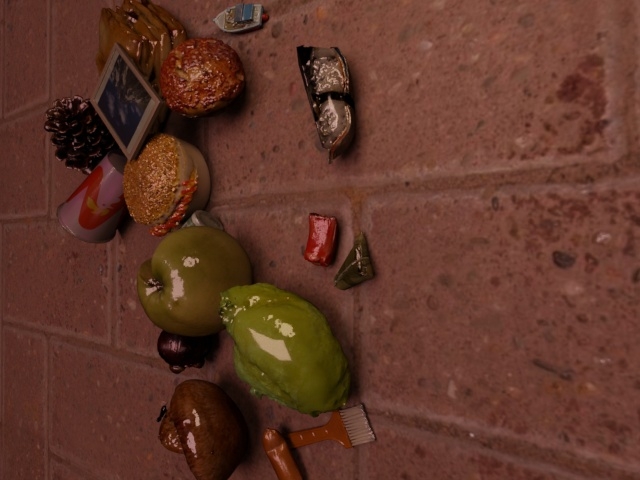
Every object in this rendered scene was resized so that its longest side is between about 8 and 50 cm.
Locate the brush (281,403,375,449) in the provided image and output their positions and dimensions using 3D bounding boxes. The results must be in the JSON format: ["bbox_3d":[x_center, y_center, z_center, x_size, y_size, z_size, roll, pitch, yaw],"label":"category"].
[{"bbox_3d":[-0.009,0.468,1.040,0.315,0.017,0.090,-29,74,32],"label":"brush"}]

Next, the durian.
[{"bbox_3d":[-0.071,0.250,0.988,0.340,0.204,0.255,15,113,25],"label":"durian"}]

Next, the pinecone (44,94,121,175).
[{"bbox_3d":[-0.784,-0.349,1.423,0.247,0.292,0.246,1,76,-4],"label":"pinecone"}]

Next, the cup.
[{"bbox_3d":[-0.705,-0.151,1.421,0.288,0.203,0.203,-43,67,23],"label":"cup"}]

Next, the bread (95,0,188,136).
[{"bbox_3d":[-0.580,-0.544,1.336,0.314,0.192,0.369,43,115,26],"label":"bread"}]

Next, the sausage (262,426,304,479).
[{"bbox_3d":[-0.093,0.545,1.065,0.062,0.054,0.183,-31,82,3],"label":"sausage"}]

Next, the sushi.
[{"bbox_3d":[0.034,-0.301,0.959,0.109,0.134,0.272,-16,68,2],"label":"sushi"}]

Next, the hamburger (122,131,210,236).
[{"bbox_3d":[-0.459,-0.171,1.253,0.276,0.179,0.294,-45,66,27],"label":"hamburger"}]

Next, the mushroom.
[{"bbox_3d":[-0.307,0.491,1.134,0.283,0.195,0.263,21,138,37],"label":"mushroom"}]

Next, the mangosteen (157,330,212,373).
[{"bbox_3d":[-0.382,0.300,1.215,0.153,0.153,0.152,0,90,35],"label":"mangosteen"}]

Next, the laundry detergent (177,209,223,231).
[{"bbox_3d":[-0.385,0.009,1.257,0.226,0.099,0.070,-40,33,28],"label":"laundry detergent"}]

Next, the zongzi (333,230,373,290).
[{"bbox_3d":[0.067,0.047,0.973,0.104,0.052,0.113,-29,61,37],"label":"zongzi"}]

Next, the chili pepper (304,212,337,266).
[{"bbox_3d":[0.000,0.000,1.004,0.070,0.073,0.123,-156,75,-76],"label":"chili pepper"}]

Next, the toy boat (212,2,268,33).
[{"bbox_3d":[-0.222,-0.600,1.164,0.173,0.059,0.069,12,97,34],"label":"toy boat"}]

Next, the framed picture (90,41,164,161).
[{"bbox_3d":[-0.544,-0.386,1.199,0.281,0.019,0.209,50,117,22],"label":"framed picture"}]

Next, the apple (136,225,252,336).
[{"bbox_3d":[-0.322,0.105,1.115,0.292,0.254,0.291,2,93,36],"label":"apple"}]

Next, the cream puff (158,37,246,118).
[{"bbox_3d":[-0.310,-0.430,1.130,0.240,0.240,0.164,51,159,24],"label":"cream puff"}]
